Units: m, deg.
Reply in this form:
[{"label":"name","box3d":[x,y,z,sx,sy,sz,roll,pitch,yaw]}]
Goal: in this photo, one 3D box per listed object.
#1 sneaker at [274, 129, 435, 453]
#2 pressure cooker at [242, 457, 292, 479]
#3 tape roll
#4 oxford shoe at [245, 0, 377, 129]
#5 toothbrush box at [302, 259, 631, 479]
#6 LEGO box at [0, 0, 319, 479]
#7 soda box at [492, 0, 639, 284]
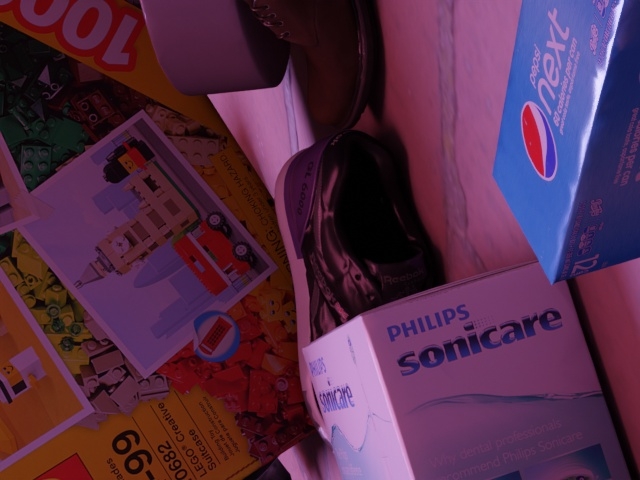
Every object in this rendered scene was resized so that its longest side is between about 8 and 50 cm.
[{"label":"sneaker","box3d":[0.039,0.058,1.069,0.124,0.107,0.283,158,95,-71]},{"label":"pressure cooker","box3d":[-0.206,0.176,1.703,0.420,0.376,0.369,118,145,-71]},{"label":"tape roll","box3d":[-0.080,-0.222,1.103,0.219,0.072,0.219,-6,-90,-78]},{"label":"oxford shoe","box3d":[-0.014,-0.172,1.022,0.083,0.096,0.227,-124,19,-50]},{"label":"toothbrush box","box3d":[0.101,0.177,0.874,0.216,0.126,0.295,132,120,-77]},{"label":"LEGO box","box3d":[-0.247,0.014,1.180,0.500,0.372,0.193,57,159,5]},{"label":"soda box","box3d":[0.124,-0.074,0.589,0.210,0.067,0.071,92,159,-54]}]
